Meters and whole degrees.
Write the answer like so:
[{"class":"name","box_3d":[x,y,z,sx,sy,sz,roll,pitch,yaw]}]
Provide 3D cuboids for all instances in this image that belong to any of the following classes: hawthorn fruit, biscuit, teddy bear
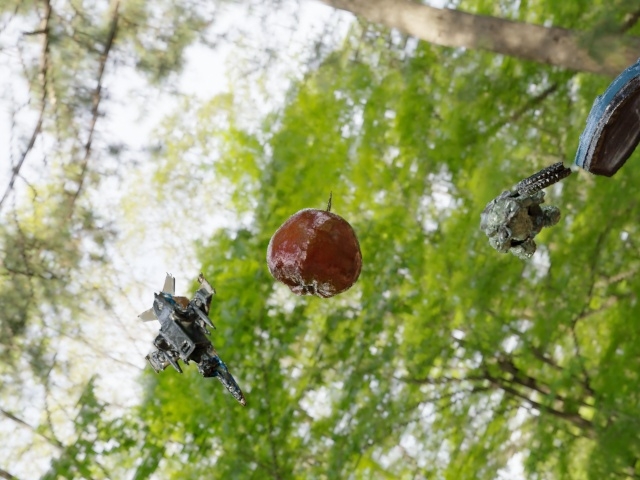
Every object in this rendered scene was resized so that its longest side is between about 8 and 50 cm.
[{"class":"hawthorn fruit","box_3d":[-0.002,0.013,1.224,0.140,0.125,0.125,-62,-21,10]},{"class":"biscuit","box_3d":[0.321,-0.089,1.342,0.089,0.027,0.087,-30,-4,37]},{"class":"teddy bear","box_3d":[0.333,-0.043,1.641,0.133,0.111,0.213,-56,-27,12]}]

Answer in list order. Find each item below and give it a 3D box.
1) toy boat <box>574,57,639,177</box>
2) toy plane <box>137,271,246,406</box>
[{"class":"toy boat","box_3d":[0.511,-0.213,1.618,0.097,0.100,0.223,-98,20,-50]},{"class":"toy plane","box_3d":[-0.148,0.122,1.094,0.062,0.188,0.135,15,-62,-48]}]
